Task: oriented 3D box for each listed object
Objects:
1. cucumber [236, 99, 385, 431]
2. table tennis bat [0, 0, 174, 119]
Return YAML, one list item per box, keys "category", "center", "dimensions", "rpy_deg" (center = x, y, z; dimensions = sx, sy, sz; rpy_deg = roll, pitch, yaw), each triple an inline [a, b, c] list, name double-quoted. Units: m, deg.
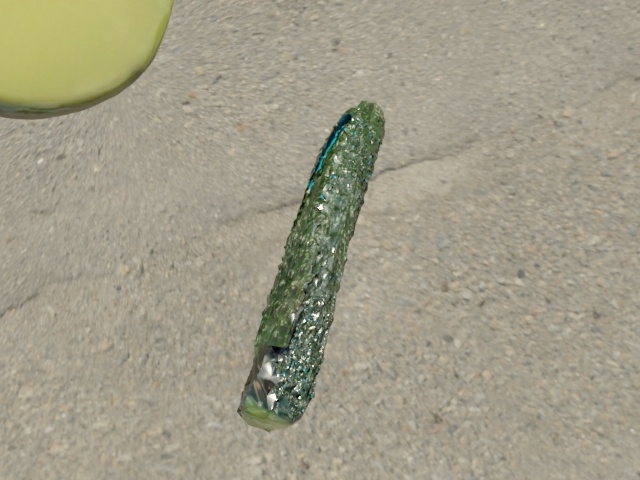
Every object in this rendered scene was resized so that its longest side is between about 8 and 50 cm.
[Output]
- category: "cucumber"
  center: [0.000, 0.000, 0.540]
  dimensions: [0.044, 0.043, 0.256]
  rpy_deg: [43, 50, -32]
- category: "table tennis bat"
  center: [-0.183, -0.250, 0.547]
  dimensions: [0.224, 0.054, 0.368]
  rpy_deg: [26, 64, -32]
